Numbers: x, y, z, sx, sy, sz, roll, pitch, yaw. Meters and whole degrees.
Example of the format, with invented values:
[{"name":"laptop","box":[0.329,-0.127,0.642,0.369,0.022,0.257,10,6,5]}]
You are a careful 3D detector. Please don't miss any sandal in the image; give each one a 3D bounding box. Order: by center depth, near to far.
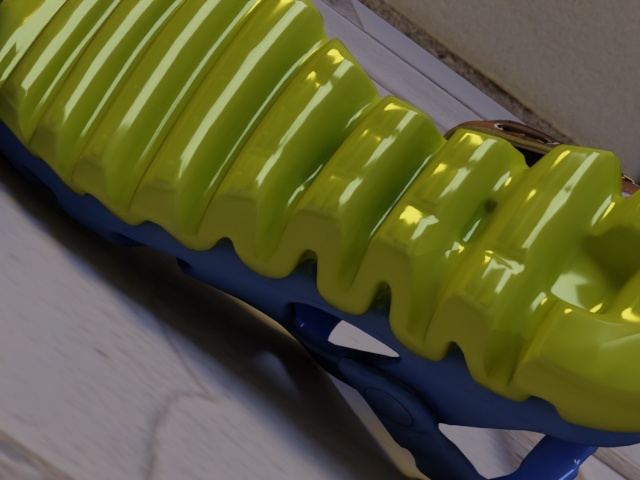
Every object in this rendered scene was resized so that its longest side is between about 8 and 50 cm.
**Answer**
[{"name":"sandal","box":[0.000,0.000,0.698,0.317,0.126,0.138,33,-29,20]}]

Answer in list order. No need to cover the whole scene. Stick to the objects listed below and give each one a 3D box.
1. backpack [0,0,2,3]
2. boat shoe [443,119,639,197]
[{"name":"backpack","box":[-0.164,-0.130,0.621,0.158,0.117,0.173,21,20,-12]},{"name":"boat shoe","box":[0.203,0.005,1.388,0.307,0.110,0.104,32,8,41]}]
